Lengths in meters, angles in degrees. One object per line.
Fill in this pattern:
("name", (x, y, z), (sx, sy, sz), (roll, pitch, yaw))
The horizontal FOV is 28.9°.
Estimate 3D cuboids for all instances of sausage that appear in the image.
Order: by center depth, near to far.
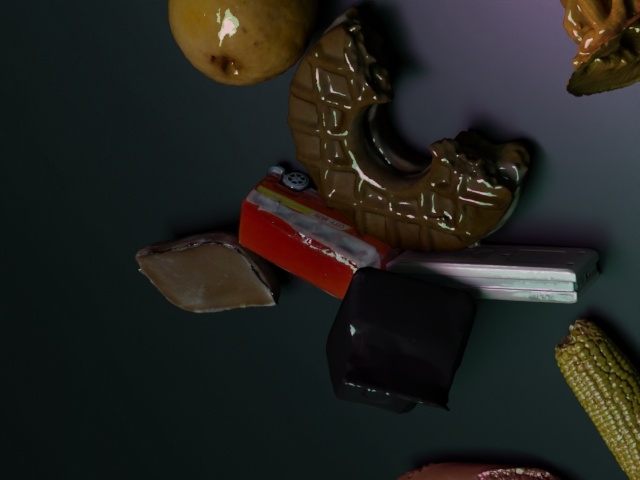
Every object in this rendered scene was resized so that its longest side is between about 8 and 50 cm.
("sausage", (0.257, 0.395, 1.977), (0.327, 0.079, 0.087), (-6, 113, 38))

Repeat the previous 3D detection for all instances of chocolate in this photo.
("chocolate", (-0.179, 0.040, 2.081), (0.261, 0.083, 0.161), (-5, 131, 40))

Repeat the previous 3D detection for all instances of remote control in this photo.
("remote control", (0.237, 0.045, 1.725), (0.277, 0.103, 0.055), (2, 108, 29))

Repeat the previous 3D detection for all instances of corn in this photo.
("corn", (0.425, 0.242, 1.735), (0.293, 0.106, 0.106), (53, 135, -3))

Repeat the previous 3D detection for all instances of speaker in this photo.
("speaker", (0.096, 0.178, 1.759), (0.180, 0.184, 0.388), (15, 159, 0))

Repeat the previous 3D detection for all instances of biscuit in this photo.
("biscuit", (0.103, -0.126, 1.736), (0.366, 0.115, 0.268), (45, 136, 5))

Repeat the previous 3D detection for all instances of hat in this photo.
("hat", (0.328, -0.316, 1.398), (0.244, 0.233, 0.233), (-29, 75, 5))

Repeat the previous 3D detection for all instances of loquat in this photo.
("loquat", (-0.106, -0.317, 1.709), (0.208, 0.208, 0.208), (19, 127, 27))

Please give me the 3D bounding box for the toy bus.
("toy bus", (0.000, 0.000, 1.889), (0.265, 0.120, 0.121), (28, 132, 21))
